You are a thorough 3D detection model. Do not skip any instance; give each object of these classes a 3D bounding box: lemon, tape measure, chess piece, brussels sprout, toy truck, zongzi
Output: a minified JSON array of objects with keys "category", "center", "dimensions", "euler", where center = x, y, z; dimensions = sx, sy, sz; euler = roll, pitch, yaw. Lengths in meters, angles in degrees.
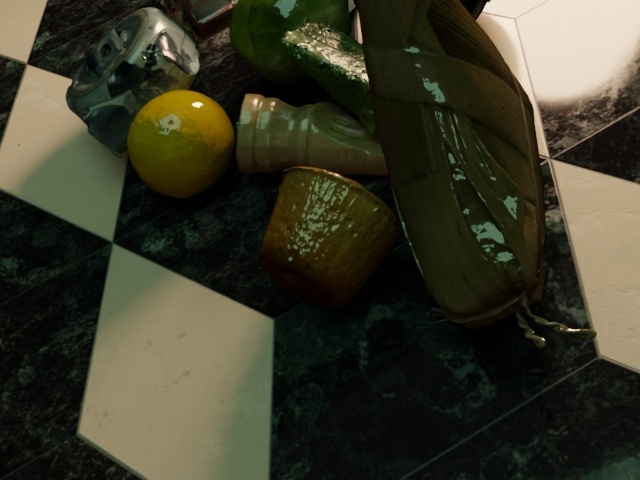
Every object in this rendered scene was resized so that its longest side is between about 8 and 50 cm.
[{"category":"lemon","center":[-0.234,-0.169,1.573],"dimensions":[0.178,0.178,0.203],"euler":[22,58,33]},{"category":"tape measure","center":[-0.347,-0.306,1.703],"dimensions":[0.256,0.147,0.275],"euler":[-46,33,5]},{"category":"chess piece","center":[0.012,-0.167,1.539],"dimensions":[0.301,0.137,0.137],"euler":[7,52,9]},{"category":"brussels sprout","center":[-0.049,-0.399,1.682],"dimensions":[0.244,0.244,0.244],"euler":[-10,48,11]},{"category":"toy truck","center":[-0.243,-0.462,1.802],"dimensions":[0.114,0.135,0.270],"euler":[-33,17,-8]},{"category":"zongzi","center":[0.140,-0.120,1.210],"dimensions":[0.218,0.467,0.500],"euler":[-24,44,28]}]

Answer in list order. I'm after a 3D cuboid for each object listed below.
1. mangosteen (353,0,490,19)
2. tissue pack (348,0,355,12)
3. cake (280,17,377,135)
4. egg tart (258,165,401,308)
[{"category":"mangosteen","center":[0.172,-0.508,1.640],"dimensions":[0.330,0.330,0.330],"euler":[-10,48,11]},{"category":"tissue pack","center":[0.041,-0.558,1.876],"dimensions":[0.177,0.089,0.263],"euler":[24,63,33]},{"category":"cake","center":[0.039,-0.273,1.524],"dimensions":[0.235,0.099,0.100],"euler":[33,50,25]},{"category":"egg tart","center":[0.000,0.000,1.339],"dimensions":[0.203,0.202,0.147],"euler":[19,68,32]}]
